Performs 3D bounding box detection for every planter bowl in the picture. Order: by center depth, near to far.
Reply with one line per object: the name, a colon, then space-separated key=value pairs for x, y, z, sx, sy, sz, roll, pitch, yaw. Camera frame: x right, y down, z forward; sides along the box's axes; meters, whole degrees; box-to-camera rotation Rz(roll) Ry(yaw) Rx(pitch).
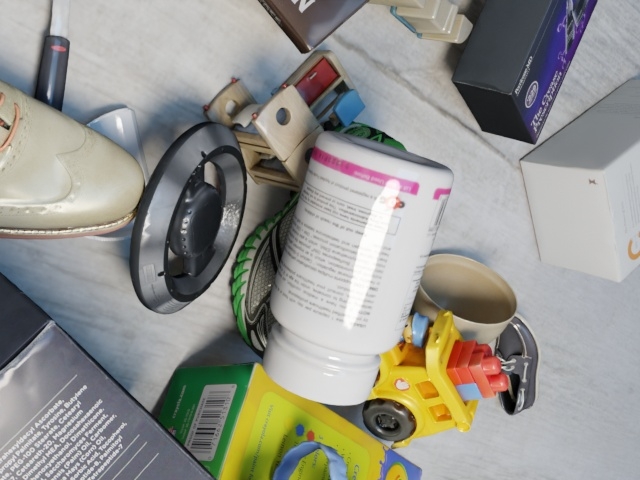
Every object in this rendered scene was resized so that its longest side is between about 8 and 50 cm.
planter bowl: x=0.208 y=0.113 z=1.235 sx=0.162 sy=0.162 sz=0.109 roll=-10 pitch=133 yaw=-36

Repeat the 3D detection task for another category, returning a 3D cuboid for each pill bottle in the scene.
pill bottle: x=0.034 y=0.031 z=0.912 sx=0.160 sy=0.160 sz=0.283 roll=7 pitch=105 yaw=-39

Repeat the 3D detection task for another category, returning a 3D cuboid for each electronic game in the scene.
electronic game: x=-0.148 y=-0.025 z=0.922 sx=0.229 sy=0.048 sz=0.229 roll=18 pitch=90 yaw=-74

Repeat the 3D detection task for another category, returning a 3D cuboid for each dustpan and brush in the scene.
dustpan and brush: x=-0.272 y=-0.051 z=0.870 sx=0.211 sy=0.060 sz=0.147 roll=-22 pitch=114 yaw=-32

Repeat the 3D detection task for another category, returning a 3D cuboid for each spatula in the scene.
spatula: x=-0.276 y=-0.237 z=0.842 sx=0.084 sy=0.030 sz=0.296 roll=4 pitch=98 yaw=-37

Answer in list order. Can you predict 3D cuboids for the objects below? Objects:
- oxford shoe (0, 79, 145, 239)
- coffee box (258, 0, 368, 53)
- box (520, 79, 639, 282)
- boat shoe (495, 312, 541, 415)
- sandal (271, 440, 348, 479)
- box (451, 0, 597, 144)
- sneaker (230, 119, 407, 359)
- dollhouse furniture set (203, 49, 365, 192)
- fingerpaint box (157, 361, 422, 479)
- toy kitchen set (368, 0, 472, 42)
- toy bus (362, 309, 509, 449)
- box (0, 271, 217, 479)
oxford shoe: x=-0.329 y=-0.097 z=0.719 sx=0.397 sy=0.146 sz=0.140 roll=15 pitch=68 yaw=-33
coffee box: x=0.042 y=-0.371 z=0.907 sx=0.297 sy=0.119 sz=0.168 roll=-41 pitch=103 yaw=3
box: x=0.542 y=-0.117 z=1.417 sx=0.345 sy=0.168 sz=0.215 roll=-34 pitch=120 yaw=-28
boat shoe: x=0.340 y=0.220 z=1.401 sx=0.065 sy=0.075 sz=0.206 roll=-33 pitch=123 yaw=-31
sandal: x=-0.048 y=0.316 z=0.834 sx=0.317 sy=0.126 sz=0.138 roll=-26 pitch=100 yaw=-59
box: x=0.313 y=-0.304 z=1.203 sx=0.184 sy=0.103 sz=0.261 roll=33 pitch=80 yaw=-57
sneaker: x=0.000 y=0.000 z=1.039 sx=0.134 sy=0.146 sz=0.344 roll=28 pitch=84 yaw=-39
dollhouse furniture set: x=-0.022 y=-0.170 z=0.991 sx=0.184 sy=0.129 sz=0.129 roll=-48 pitch=125 yaw=-17
fingerpaint box: x=-0.076 y=0.431 z=0.988 sx=0.371 sy=0.163 sz=0.445 roll=39 pitch=54 yaw=-37
toy kitchen set: x=0.132 y=-0.380 z=1.093 sx=0.207 sy=0.122 sz=0.166 roll=15 pitch=91 yaw=-59
toy bus: x=0.147 y=0.167 z=1.121 sx=0.220 sy=0.211 sz=0.149 roll=59 pitch=36 yaw=-20
box: x=-0.268 y=0.186 z=0.749 sx=0.179 sy=0.343 sz=0.312 roll=-47 pitch=125 yaw=-18
